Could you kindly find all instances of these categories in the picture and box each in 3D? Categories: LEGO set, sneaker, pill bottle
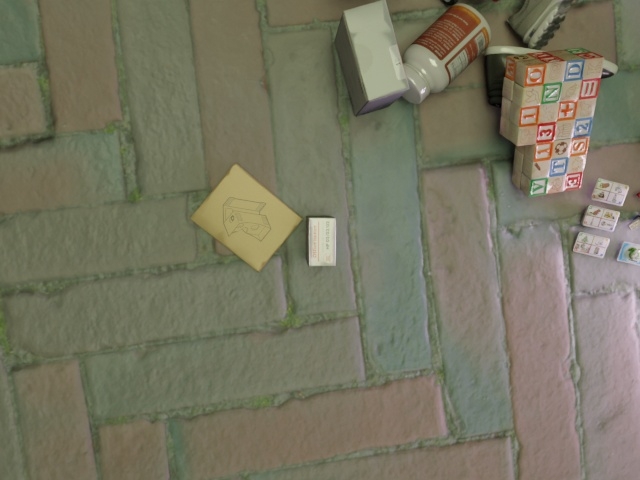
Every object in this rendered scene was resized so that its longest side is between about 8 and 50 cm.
[{"bbox_3d":[0.734,-0.038,1.465,0.244,0.060,0.183,12,106,-2],"label":"LEGO set"},{"bbox_3d":[0.509,-0.348,1.396,0.295,0.104,0.147,5,98,0],"label":"sneaker"},{"bbox_3d":[0.258,-0.402,1.349,0.216,0.121,0.121,-44,95,-9],"label":"pill bottle"},{"bbox_3d":[0.505,-0.559,1.331,0.115,0.105,0.281,45,119,22],"label":"sneaker"}]

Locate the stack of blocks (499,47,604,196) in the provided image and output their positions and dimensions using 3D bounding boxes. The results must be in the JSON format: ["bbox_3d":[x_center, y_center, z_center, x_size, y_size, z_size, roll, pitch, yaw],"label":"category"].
[{"bbox_3d":[0.485,-0.249,1.335,0.171,0.087,0.297,-9,121,-8],"label":"stack of blocks"}]

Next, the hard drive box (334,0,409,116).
[{"bbox_3d":[0.101,-0.372,1.303,0.089,0.232,0.181,-16,96,-1],"label":"hard drive box"}]

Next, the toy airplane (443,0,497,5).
[{"bbox_3d":[0.227,-0.698,1.263,0.384,0.272,0.386,1,91,-5],"label":"toy airplane"}]

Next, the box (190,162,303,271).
[{"bbox_3d":[-0.168,-0.050,1.419,0.201,0.021,0.164,39,92,-6],"label":"box"}]

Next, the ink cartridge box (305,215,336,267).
[{"bbox_3d":[0.000,0.000,1.350,0.061,0.181,0.104,0,95,-3],"label":"ink cartridge box"}]
